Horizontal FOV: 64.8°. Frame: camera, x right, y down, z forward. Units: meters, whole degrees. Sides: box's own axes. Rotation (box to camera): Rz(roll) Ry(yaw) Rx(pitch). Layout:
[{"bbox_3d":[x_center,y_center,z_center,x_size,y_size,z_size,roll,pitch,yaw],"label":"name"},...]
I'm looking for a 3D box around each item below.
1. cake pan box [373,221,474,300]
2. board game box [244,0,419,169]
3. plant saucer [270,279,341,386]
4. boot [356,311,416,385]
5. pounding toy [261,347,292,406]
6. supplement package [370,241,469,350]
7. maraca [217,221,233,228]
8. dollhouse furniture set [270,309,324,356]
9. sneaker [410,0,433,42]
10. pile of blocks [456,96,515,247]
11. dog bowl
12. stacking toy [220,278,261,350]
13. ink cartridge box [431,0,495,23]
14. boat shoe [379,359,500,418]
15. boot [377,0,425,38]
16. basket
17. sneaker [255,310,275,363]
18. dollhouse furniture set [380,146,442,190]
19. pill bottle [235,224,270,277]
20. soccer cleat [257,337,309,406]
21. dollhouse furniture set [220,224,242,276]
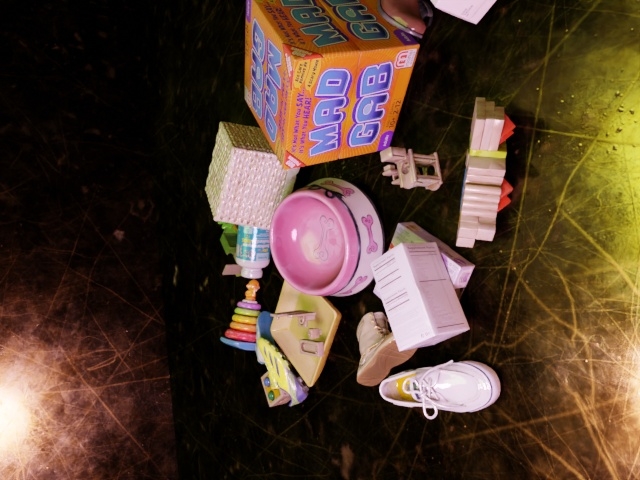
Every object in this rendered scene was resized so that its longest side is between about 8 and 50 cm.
[{"bbox_3d":[0.284,0.114,1.420,0.267,0.070,0.245,43,127,44],"label":"cake pan box"},{"bbox_3d":[0.006,-0.482,1.462,0.356,0.356,0.356,102,147,-50],"label":"board game box"},{"bbox_3d":[-0.046,0.306,1.875,0.333,0.081,0.332,43,124,44],"label":"plant saucer"},{"bbox_3d":[0.189,0.278,1.480,0.262,0.095,0.203,-57,19,35],"label":"boot"},{"bbox_3d":[-0.169,0.538,2.040,0.181,0.094,0.206,-49,53,43],"label":"pounding toy"},{"bbox_3d":[0.250,0.140,1.295,0.134,0.139,0.244,-40,59,46],"label":"supplement package"},{"bbox_3d":[-0.373,-0.120,2.256,0.127,0.186,0.099,43,166,40],"label":"maraca"},{"bbox_3d":[-0.082,0.327,1.750,0.144,0.123,0.151,-6,86,54],"label":"dollhouse furniture set"},{"bbox_3d":[0.263,-0.661,1.405,0.146,0.102,0.293,40,130,47],"label":"sneaker"},{"bbox_3d":[0.410,-0.156,1.228,0.113,0.149,0.362,7,111,11],"label":"pile of blocks"},{"bbox_3d":[0.000,0.000,1.655,0.408,0.150,0.408,9,104,39],"label":"dog bowl"},{"bbox_3d":[-0.320,0.320,2.218,0.166,0.175,0.301,1,80,52],"label":"stacking toy"},{"bbox_3d":[0.337,-0.690,1.234,0.171,0.168,0.232,-50,52,42],"label":"ink cartridge box"},{"bbox_3d":[0.288,0.393,1.344,0.367,0.156,0.135,-18,76,54],"label":"boat shoe"},{"bbox_3d":[0.244,-0.650,1.173,0.280,0.096,0.264,-48,45,37],"label":"boot"},{"bbox_3d":[-0.275,-0.259,1.975,0.331,0.266,0.328,-69,28,25],"label":"basket"},{"bbox_3d":[-0.235,0.399,2.100,0.092,0.087,0.228,124,153,-42],"label":"sneaker"},{"bbox_3d":[0.215,-0.178,1.408,0.161,0.182,0.101,-20,75,52],"label":"dollhouse furniture set"},{"bbox_3d":[-0.282,0.022,2.139,0.146,0.146,0.264,19,107,53],"label":"pill bottle"},{"bbox_3d":[-0.163,0.503,1.931,0.289,0.121,0.093,51,177,8],"label":"soccer cleat"},{"bbox_3d":[-0.431,-0.003,2.339,0.301,0.151,0.197,59,135,35],"label":"dollhouse furniture set"}]
